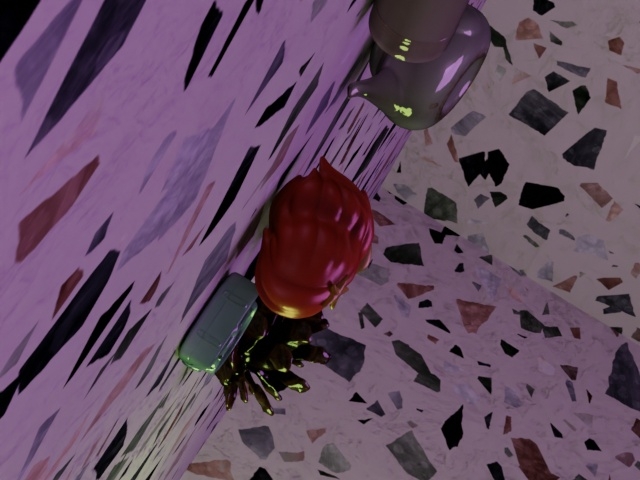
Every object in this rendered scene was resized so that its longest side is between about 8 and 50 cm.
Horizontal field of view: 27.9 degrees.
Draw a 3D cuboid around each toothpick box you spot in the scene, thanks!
[{"bbox_3d":[0.132,-0.313,1.577,0.111,0.111,0.181,-56,174,-33],"label":"toothpick box"}]

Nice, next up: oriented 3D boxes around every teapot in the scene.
[{"bbox_3d":[0.175,-0.311,1.873,0.318,0.149,0.220,-59,170,20],"label":"teapot"}]

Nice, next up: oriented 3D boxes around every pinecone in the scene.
[{"bbox_3d":[-0.083,0.173,2.124,0.202,0.201,0.229,-7,-102,63],"label":"pinecone"}]

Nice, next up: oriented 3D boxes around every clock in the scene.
[{"bbox_3d":[-0.148,0.129,1.905,0.148,0.060,0.188,-58,177,-13],"label":"clock"}]

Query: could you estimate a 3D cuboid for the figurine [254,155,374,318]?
[{"bbox_3d":[-0.009,0.000,1.879,0.208,0.181,0.257,-38,-178,3],"label":"figurine"}]
